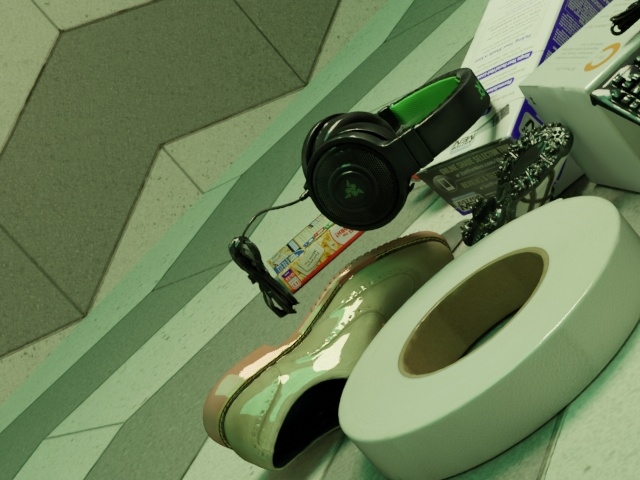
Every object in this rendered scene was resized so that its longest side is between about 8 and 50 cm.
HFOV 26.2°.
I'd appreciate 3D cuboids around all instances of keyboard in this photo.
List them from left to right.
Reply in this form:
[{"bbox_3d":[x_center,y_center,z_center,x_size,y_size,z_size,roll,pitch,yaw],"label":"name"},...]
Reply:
[{"bbox_3d":[0.411,-0.252,1.477,0.317,0.033,0.201,-43,37,-7],"label":"keyboard"}]

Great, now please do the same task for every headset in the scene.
[{"bbox_3d":[0.059,-0.071,1.789,0.394,0.185,0.243,-33,12,4],"label":"headset"}]

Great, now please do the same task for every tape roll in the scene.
[{"bbox_3d":[0.188,0.101,1.507,0.392,0.072,0.392,-39,14,11],"label":"tape roll"}]

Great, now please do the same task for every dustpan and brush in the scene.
[{"bbox_3d":[0.115,0.035,1.932,0.147,0.060,0.211,-30,17,40],"label":"dustpan and brush"}]

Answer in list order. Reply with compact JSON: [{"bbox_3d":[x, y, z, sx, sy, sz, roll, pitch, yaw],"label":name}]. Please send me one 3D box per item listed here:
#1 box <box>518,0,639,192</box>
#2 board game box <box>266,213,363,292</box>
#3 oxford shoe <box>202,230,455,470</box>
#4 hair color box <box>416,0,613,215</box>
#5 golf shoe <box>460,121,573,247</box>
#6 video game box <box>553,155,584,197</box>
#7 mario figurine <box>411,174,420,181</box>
[{"bbox_3d":[0.444,-0.232,1.646,0.345,0.168,0.215,-41,14,-4],"label":"box"},{"bbox_3d":[0.000,0.000,2.392,0.193,0.045,0.147,-41,13,-1],"label":"board game box"},{"bbox_3d":[0.045,0.145,1.721,0.397,0.140,0.146,-42,41,-15],"label":"oxford shoe"},{"bbox_3d":[0.273,-0.210,1.867,0.185,0.110,0.339,-20,36,51],"label":"hair color box"},{"bbox_3d":[0.258,-0.059,1.696,0.198,0.094,0.077,-54,40,26],"label":"golf shoe"},{"bbox_3d":[0.357,-0.150,1.883,0.205,0.048,0.187,-39,17,7],"label":"video game box"},{"bbox_3d":[0.239,-0.171,2.207,0.320,0.170,0.198,-40,-25,-42],"label":"mario figurine"}]
